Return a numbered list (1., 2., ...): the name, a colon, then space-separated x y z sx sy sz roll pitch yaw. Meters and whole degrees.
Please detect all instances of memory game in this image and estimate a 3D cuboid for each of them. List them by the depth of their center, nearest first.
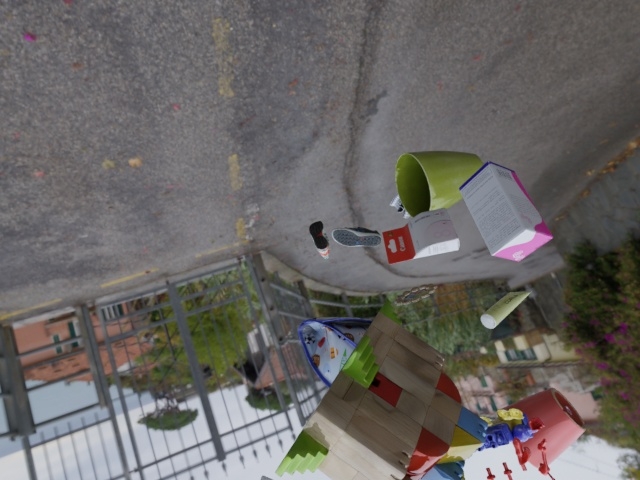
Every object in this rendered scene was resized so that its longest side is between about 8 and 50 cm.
1. memory game: 0.389 0.218 1.969 0.186 0.012 0.186 -24 -175 2

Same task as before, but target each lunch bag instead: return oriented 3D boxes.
1. lunch bag: 0.144 0.398 1.708 0.328 0.385 0.238 12 106 -45

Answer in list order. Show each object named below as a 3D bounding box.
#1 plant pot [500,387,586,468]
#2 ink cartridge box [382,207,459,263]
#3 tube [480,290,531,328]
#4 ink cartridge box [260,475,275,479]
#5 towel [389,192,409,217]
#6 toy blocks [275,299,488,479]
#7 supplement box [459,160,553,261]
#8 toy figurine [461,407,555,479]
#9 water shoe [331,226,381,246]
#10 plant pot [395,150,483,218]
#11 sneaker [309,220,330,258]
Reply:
1. plant pot: 0.927 0.759 1.991 0.243 0.275 0.275 -44 160 20
2. ink cartridge box: 0.330 -0.018 1.621 0.233 0.189 0.066 -9 126 5
3. tube: 0.684 0.243 1.789 0.240 0.070 0.062 -27 140 -34
4. ink cartridge box: -0.120 1.056 1.649 0.308 0.384 0.091 9 161 25
5. towel: 0.510 -0.243 2.368 0.284 0.121 0.235 -23 160 -29
6. toy blocks: 0.139 0.287 0.774 0.381 0.261 0.190 -41 162 -58
7. supplement box: 0.455 -0.072 1.195 0.111 0.220 0.114 12 137 -32
8. toy figurine: 0.482 0.559 1.309 0.217 0.191 0.363 2 150 -46
9. water shoe: 0.142 -0.018 1.937 0.203 0.072 0.080 10 -156 -6
10. plant pot: 0.493 -0.245 1.917 0.294 0.274 0.275 -16 168 -15
11. sneaker: 0.000 0.000 1.737 0.057 0.161 0.075 -18 132 0
